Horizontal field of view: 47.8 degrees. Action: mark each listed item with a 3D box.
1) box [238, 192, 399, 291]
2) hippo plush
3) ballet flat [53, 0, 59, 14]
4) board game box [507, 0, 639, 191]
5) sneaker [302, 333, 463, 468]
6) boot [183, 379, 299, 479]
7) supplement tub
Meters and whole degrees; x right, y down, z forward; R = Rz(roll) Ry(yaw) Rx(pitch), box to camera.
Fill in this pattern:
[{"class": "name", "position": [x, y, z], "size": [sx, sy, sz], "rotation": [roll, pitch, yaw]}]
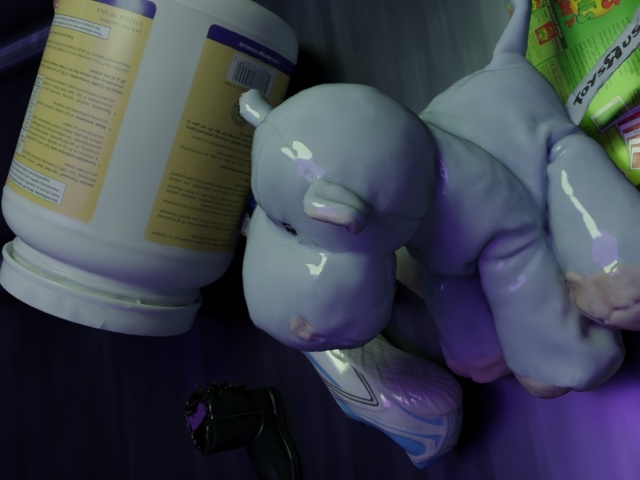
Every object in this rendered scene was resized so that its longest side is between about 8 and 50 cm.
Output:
[{"class": "box", "position": [0.000, 0.000, 0.689], "size": [0.169, 0.059, 0.054], "rotation": [27, 99, 41]}, {"class": "hippo plush", "position": [0.078, -0.013, 0.461], "size": [0.234, 0.236, 0.294], "rotation": [46, 131, 42]}, {"class": "ballet flat", "position": [-0.353, -0.417, 1.063], "size": [0.091, 0.077, 0.241], "rotation": [45, 111, 36]}, {"class": "board game box", "position": [0.214, -0.119, 0.537], "size": [0.092, 0.043, 0.181], "rotation": [-26, 66, 34]}, {"class": "sneaker", "position": [0.026, 0.109, 0.635], "size": [0.237, 0.085, 0.086], "rotation": [35, 124, 45]}, {"class": "boot", "position": [-0.075, 0.192, 0.692], "size": [0.045, 0.099, 0.121], "rotation": [-31, 63, 35]}, {"class": "supplement tub", "position": [-0.180, -0.093, 0.743], "size": [0.241, 0.241, 0.331], "rotation": [25, 98, 41]}]
